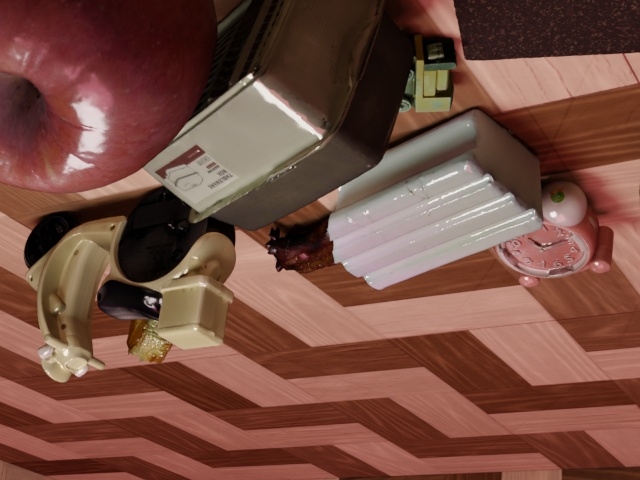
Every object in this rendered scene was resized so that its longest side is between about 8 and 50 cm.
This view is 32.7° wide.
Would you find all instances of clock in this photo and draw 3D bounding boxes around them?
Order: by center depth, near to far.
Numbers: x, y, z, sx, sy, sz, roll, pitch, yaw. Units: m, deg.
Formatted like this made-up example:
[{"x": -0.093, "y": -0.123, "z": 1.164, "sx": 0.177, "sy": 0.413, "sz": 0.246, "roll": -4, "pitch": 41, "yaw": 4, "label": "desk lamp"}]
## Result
[{"x": 0.306, "y": -0.020, "z": 1.502, "sx": 0.166, "sy": 0.093, "sz": 0.162, "roll": -14, "pitch": 139, "yaw": 37, "label": "clock"}, {"x": -0.295, "y": 0.060, "z": 1.589, "sx": 0.379, "sy": 0.276, "sz": 0.120, "roll": -14, "pitch": 147, "yaw": 30, "label": "clock"}]

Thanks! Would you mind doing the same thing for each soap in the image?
[{"x": 0.136, "y": -0.046, "z": 1.426, "sx": 0.289, "sy": 0.095, "sz": 0.173, "roll": -24, "pitch": 137, "yaw": 38, "label": "soap"}]

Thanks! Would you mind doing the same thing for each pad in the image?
[{"x": 0.231, "y": -0.274, "z": 1.059, "sx": 0.220, "sy": 0.004, "sz": 0.330, "roll": 0, "pitch": 154, "yaw": 14, "label": "pad"}]

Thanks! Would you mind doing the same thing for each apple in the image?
[{"x": -0.248, "y": -0.194, "z": 1.048, "sx": 0.305, "sy": 0.235, "sz": 0.306, "roll": 10, "pitch": 134, "yaw": 10, "label": "apple"}]

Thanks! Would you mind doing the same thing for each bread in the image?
[{"x": -0.296, "y": 0.152, "z": 1.942, "sx": 0.069, "sy": 0.128, "sz": 0.140, "roll": 20, "pitch": 151, "yaw": -18, "label": "bread"}]

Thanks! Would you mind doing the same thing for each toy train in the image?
[{"x": 0.111, "y": -0.184, "z": 1.228, "sx": 0.081, "sy": 0.050, "sz": 0.122, "roll": 0, "pitch": 154, "yaw": 2, "label": "toy train"}]

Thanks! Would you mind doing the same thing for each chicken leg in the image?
[{"x": 0.000, "y": 0.000, "z": 1.633, "sx": 0.234, "sy": 0.063, "sz": 0.105, "roll": -19, "pitch": 149, "yaw": 39, "label": "chicken leg"}]

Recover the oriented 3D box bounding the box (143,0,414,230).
[{"x": -0.046, "y": -0.145, "z": 1.152, "sx": 0.166, "sy": 0.220, "sz": 0.290, "roll": 33, "pitch": 146, "yaw": -24, "label": "box"}]
